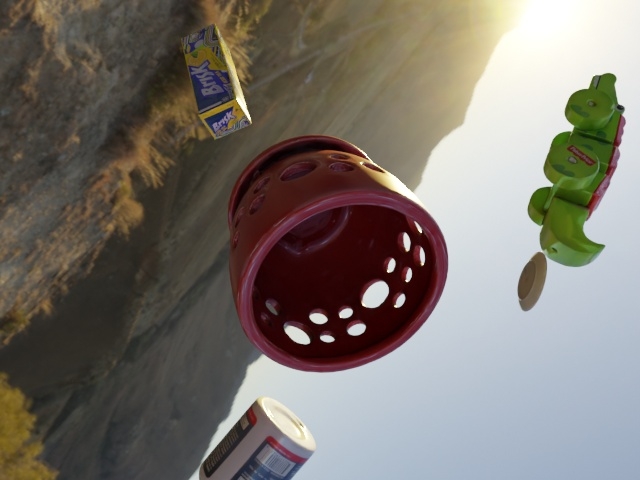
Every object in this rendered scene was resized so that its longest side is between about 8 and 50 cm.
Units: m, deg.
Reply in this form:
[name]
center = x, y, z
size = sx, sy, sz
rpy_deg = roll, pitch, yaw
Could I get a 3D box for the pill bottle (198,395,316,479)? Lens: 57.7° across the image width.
[pill bottle]
center = -0.102, 0.315, 0.794
size = 0.180, 0.108, 0.108
rpy_deg = -49, -178, 1

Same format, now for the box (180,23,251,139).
[box]
center = -0.149, -0.226, 0.818
size = 0.059, 0.169, 0.054
rpy_deg = -23, 147, 5

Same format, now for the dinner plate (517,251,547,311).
[dinner plate]
center = 0.475, 0.092, 1.318
size = 0.141, 0.017, 0.141
rpy_deg = -163, -90, -90

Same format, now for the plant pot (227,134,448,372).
[plant pot]
center = 0.000, 0.000, 0.558
size = 0.191, 0.191, 0.174
rpy_deg = -49, -146, 15

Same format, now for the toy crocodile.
[toy crocodile]
center = 0.377, -0.113, 0.827
size = 0.341, 0.105, 0.115
rpy_deg = -58, 160, -33
